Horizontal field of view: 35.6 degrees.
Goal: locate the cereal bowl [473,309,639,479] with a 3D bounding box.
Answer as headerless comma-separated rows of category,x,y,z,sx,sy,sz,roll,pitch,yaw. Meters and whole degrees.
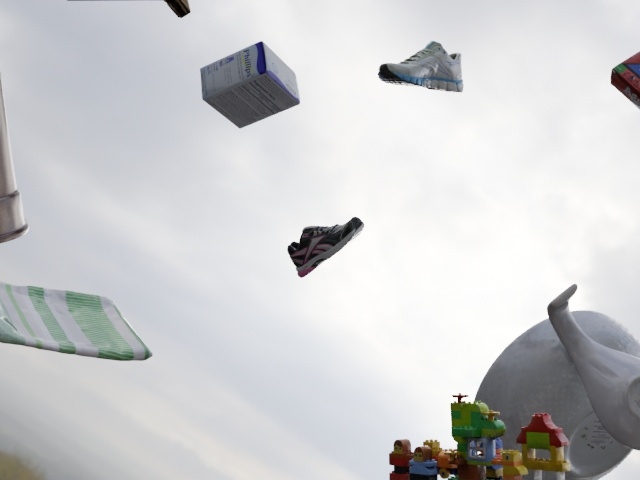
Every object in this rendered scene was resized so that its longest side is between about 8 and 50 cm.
cereal bowl,0.430,0.294,1.672,0.339,0.339,0.141,44,4,-35

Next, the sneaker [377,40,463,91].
sneaker,0.171,-0.299,1.690,0.190,0.083,0.071,-3,13,-43

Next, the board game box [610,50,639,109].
board game box,0.413,-0.101,0.903,0.281,0.145,0.027,52,-12,31

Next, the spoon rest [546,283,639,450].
spoon rest,0.447,0.196,1.534,0.276,0.137,0.084,54,-16,8

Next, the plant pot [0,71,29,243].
plant pot,-0.380,-0.088,0.994,0.167,0.165,0.167,2,15,0

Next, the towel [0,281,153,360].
towel,-0.508,0.152,1.944,0.324,0.038,0.248,17,16,-40

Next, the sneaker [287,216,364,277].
sneaker,0.000,0.000,1.879,0.178,0.072,0.077,-36,-90,30

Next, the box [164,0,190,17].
box,-0.231,-0.395,1.269,0.164,0.021,0.201,47,19,-43

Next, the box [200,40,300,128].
box,-0.127,-0.279,1.802,0.137,0.072,0.126,-19,-27,22

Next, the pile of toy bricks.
pile of toy bricks,0.174,0.231,1.162,0.118,0.105,0.212,5,-9,-43
